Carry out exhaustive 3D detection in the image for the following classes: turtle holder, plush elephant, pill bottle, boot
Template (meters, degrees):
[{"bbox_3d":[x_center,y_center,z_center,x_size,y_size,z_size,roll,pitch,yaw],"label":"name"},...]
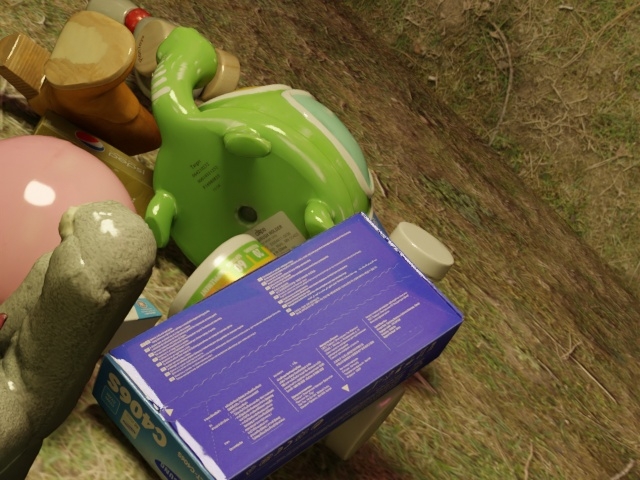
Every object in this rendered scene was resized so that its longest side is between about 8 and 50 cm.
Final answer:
[{"bbox_3d":[-0.084,-0.081,1.593,0.320,0.243,0.227,27,36,6],"label":"turtle holder"},{"bbox_3d":[-0.296,0.074,0.824,0.255,0.330,0.272,37,47,9],"label":"plush elephant"},{"bbox_3d":[0.078,0.074,1.665,0.112,0.186,0.112,32,19,-12],"label":"pill bottle"},{"bbox_3d":[-0.033,0.119,1.437,0.246,0.136,0.136,40,19,11],"label":"pill bottle"},{"bbox_3d":[-0.254,-0.178,1.629,0.295,0.104,0.211,7,-22,47],"label":"boot"}]

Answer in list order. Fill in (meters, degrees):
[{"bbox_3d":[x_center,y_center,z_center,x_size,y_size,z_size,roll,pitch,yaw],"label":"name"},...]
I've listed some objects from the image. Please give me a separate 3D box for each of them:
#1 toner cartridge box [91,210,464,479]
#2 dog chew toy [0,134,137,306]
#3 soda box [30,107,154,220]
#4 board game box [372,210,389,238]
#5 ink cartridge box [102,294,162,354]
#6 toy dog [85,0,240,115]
[{"bbox_3d":[-0.033,0.111,1.298,0.348,0.075,0.165,-29,66,-38],"label":"toner cartridge box"},{"bbox_3d":[-0.332,-0.017,1.164,0.332,0.206,0.206,20,19,0],"label":"dog chew toy"},{"bbox_3d":[-0.271,-0.083,1.622,0.181,0.061,0.058,31,18,-16],"label":"soda box"},{"bbox_3d":[0.000,0.000,1.876,0.233,0.078,0.347,25,22,-30],"label":"board game box"},{"bbox_3d":[-0.237,0.057,1.362,0.122,0.052,0.088,44,20,19],"label":"ink cartridge box"},{"bbox_3d":[-0.263,-0.257,1.994,0.220,0.161,0.334,25,6,-22],"label":"toy dog"}]
